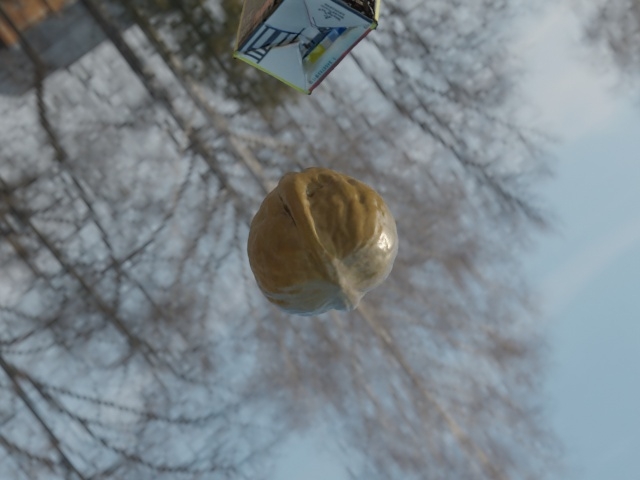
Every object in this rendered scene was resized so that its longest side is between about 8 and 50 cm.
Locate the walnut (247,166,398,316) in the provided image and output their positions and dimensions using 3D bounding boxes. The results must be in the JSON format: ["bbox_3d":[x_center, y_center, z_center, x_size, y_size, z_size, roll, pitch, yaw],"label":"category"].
[{"bbox_3d":[0.000,0.000,1.430,0.166,0.149,0.167,-19,-146,14],"label":"walnut"}]

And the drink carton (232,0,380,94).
[{"bbox_3d":[-0.001,-0.167,0.763,0.071,0.056,0.166,-39,-146,43],"label":"drink carton"}]
